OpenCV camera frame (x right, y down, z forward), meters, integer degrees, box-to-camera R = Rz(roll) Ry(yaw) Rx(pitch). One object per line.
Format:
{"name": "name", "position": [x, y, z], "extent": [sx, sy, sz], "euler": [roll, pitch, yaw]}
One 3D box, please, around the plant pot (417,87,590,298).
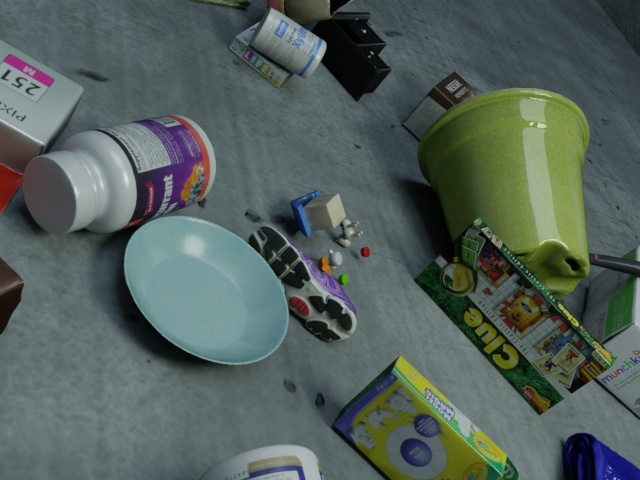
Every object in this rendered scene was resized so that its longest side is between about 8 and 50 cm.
{"name": "plant pot", "position": [0.298, -0.047, 1.181], "extent": [0.276, 0.276, 0.254], "euler": [19, 51, -29]}

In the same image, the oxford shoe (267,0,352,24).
{"name": "oxford shoe", "position": [0.041, -0.485, 1.376], "extent": [0.130, 0.123, 0.348], "euler": [17, 54, 22]}

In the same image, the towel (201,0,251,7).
{"name": "towel", "position": [-0.194, -0.449, 1.323], "extent": [0.148, 0.027, 0.110], "euler": [-5, 56, -46]}

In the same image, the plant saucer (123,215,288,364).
{"name": "plant saucer", "position": [-0.126, 0.058, 0.825], "extent": [0.195, 0.037, 0.195], "euler": [26, 38, -22]}

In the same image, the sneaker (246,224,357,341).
{"name": "sneaker", "position": [-0.022, 0.051, 0.928], "extent": [0.170, 0.068, 0.071], "euler": [48, 19, -6]}

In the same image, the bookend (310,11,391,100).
{"name": "bookend", "position": [0.079, -0.346, 1.433], "extent": [0.157, 0.072, 0.156], "euler": [51, 35, 13]}

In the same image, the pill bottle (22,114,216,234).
{"name": "pill bottle", "position": [-0.212, -0.069, 0.820], "extent": [0.108, 0.108, 0.193], "euler": [49, 36, 11]}

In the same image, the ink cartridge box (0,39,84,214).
{"name": "ink cartridge box", "position": [-0.408, -0.148, 0.763], "extent": [0.275, 0.060, 0.239], "euler": [29, 35, -16]}

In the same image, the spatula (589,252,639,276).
{"name": "spatula", "position": [0.418, 0.034, 1.273], "extent": [0.296, 0.030, 0.084], "euler": [6, 35, 12]}

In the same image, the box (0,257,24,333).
{"name": "box", "position": [-0.426, -0.022, 0.536], "extent": [0.381, 0.143, 0.191], "euler": [45, 37, 2]}

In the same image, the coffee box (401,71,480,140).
{"name": "coffee box", "position": [0.292, -0.187, 1.439], "extent": [0.246, 0.098, 0.141], "euler": [43, 34, 3]}

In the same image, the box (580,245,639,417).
{"name": "box", "position": [0.563, 0.175, 1.286], "extent": [0.231, 0.127, 0.262], "euler": [43, 35, -1]}

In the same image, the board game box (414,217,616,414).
{"name": "board game box", "position": [0.262, 0.106, 1.059], "extent": [0.259, 0.136, 0.030], "euler": [47, 38, 9]}

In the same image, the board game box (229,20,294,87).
{"name": "board game box", "position": [-0.078, -0.322, 1.296], "extent": [0.103, 0.026, 0.154], "euler": [38, 35, -4]}

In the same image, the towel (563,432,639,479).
{"name": "towel", "position": [0.444, 0.397, 0.969], "extent": [0.308, 0.076, 0.227], "euler": [35, 36, -8]}

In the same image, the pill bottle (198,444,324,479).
{"name": "pill bottle", "position": [-0.031, 0.272, 0.616], "extent": [0.112, 0.112, 0.186], "euler": [12, 44, -36]}

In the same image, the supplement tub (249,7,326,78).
{"name": "supplement tub", "position": [-0.051, -0.314, 1.226], "extent": [0.107, 0.071, 0.071], "euler": [28, 37, -18]}

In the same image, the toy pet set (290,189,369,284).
{"name": "toy pet set", "position": [0.000, 0.000, 1.012], "extent": [0.122, 0.065, 0.114], "euler": [-45, 122, -53]}

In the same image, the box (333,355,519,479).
{"name": "box", "position": [0.113, 0.221, 0.816], "extent": [0.179, 0.105, 0.043], "euler": [42, 28, 1]}
